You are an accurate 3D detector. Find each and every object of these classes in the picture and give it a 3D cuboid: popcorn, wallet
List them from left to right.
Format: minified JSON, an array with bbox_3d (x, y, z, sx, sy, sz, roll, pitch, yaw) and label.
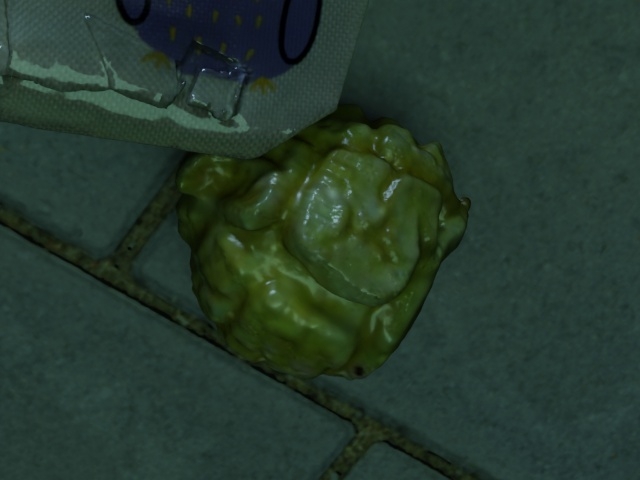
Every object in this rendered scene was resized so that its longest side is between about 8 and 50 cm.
[{"bbox_3d":[-0.111,-0.194,0.716,0.335,0.068,0.274,7,87,-16],"label":"wallet"},{"bbox_3d":[-0.001,0.000,0.814,0.167,0.187,0.185,27,121,16],"label":"popcorn"}]
